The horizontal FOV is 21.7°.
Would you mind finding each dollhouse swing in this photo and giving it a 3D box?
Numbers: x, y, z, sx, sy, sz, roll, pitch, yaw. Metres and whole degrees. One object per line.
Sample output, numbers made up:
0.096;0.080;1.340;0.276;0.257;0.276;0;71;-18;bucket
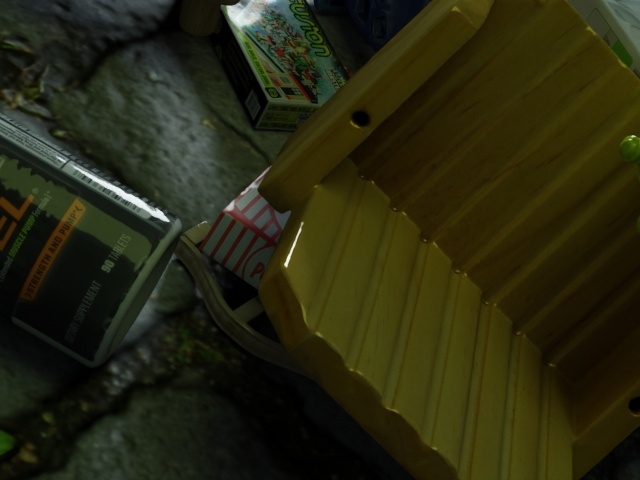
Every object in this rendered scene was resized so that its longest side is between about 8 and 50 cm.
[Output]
0.157;0.011;1.244;0.347;0.315;0.305;46;7;-10;dollhouse swing

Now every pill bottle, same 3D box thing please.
-0.236;-0.020;1.222;0.245;0.130;0.130;30;37;1;pill bottle

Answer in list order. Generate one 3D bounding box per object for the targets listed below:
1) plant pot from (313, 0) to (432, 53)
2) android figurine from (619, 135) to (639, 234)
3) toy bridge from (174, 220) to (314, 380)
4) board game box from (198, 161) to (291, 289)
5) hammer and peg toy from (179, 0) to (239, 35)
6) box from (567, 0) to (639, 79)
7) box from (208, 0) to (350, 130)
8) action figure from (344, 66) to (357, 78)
0.135;-0.309;1.704;0.236;0.236;0.212;-8;30;-39;plant pot
0.335;-0.020;1.305;0.272;0.056;0.248;10;60;-39;android figurine
-0.053;0.058;1.341;0.188;0.026;0.063;40;38;13;toy bridge
0.000;0.000;1.399;0.146;0.045;0.193;35;28;2;board game box
-0.156;-0.351;1.614;0.266;0.127;0.361;15;38;2;hammer and peg toy
0.232;-0.119;1.541;0.126;0.262;0.231;3;44;-33;box
-0.046;-0.188;1.618;0.114;0.036;0.207;1;46;-34;box
0.066;-0.151;1.651;0.115;0.038;0.030;15;62;-21;action figure
